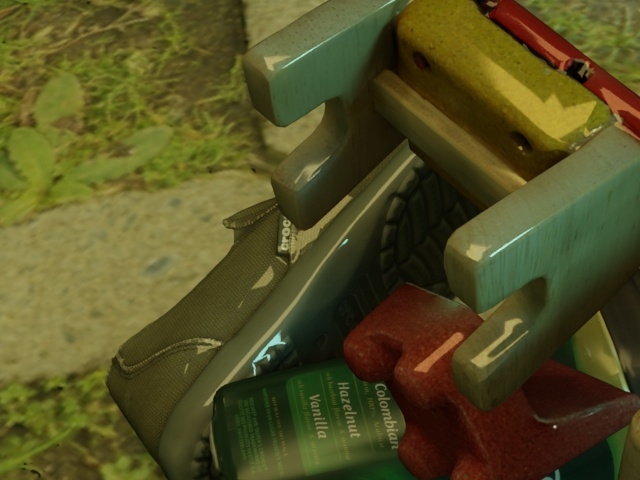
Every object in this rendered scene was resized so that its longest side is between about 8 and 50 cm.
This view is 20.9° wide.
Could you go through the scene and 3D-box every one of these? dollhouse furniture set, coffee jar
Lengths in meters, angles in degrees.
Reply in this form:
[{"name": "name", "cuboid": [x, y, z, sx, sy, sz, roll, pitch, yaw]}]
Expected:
[{"name": "dollhouse furniture set", "cuboid": [0.160, 0.074, 0.479, 0.152, 0.201, 0.374, -36, 59, -17]}, {"name": "coffee jar", "cuboid": [0.058, 0.076, 0.650, 0.184, 0.096, 0.079, -17, 45, 3]}]

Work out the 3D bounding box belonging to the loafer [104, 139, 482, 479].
[{"name": "loafer", "cuboid": [0.000, 0.000, 0.751, 0.087, 0.094, 0.251, 27, 59, 34]}]
